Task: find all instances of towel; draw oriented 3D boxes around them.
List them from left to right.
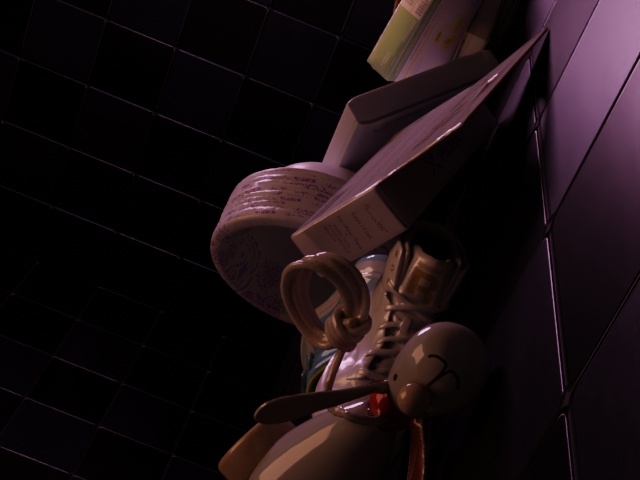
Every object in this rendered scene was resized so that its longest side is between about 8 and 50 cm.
[{"bbox_3d":[0.264,-0.321,1.643,0.110,0.027,0.148,-76,7,-80],"label":"towel"}]

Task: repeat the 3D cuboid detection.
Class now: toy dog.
[{"bbox_3d":[0.003,0.196,0.968,0.161,0.220,0.334,-40,-29,-47],"label":"toy dog"}]

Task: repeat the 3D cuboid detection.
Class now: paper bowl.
[{"bbox_3d":[0.000,0.000,1.586,0.284,0.284,0.148,115,178,-58],"label":"paper bowl"}]

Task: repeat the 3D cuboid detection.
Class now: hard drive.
[{"bbox_3d":[0.107,-0.135,1.653,0.233,0.047,0.353,-23,-17,-21],"label":"hard drive"}]

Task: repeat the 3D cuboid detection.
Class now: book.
[{"bbox_3d":[0.220,-0.283,1.625,0.144,0.035,0.096,110,-174,-60],"label":"book"}]

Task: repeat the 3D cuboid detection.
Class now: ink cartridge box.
[{"bbox_3d":[0.131,-0.100,1.262,0.261,0.066,0.296,-32,9,39],"label":"ink cartridge box"},{"bbox_3d":[0.191,-0.314,1.650,0.235,0.056,0.171,-5,-46,-48],"label":"ink cartridge box"}]

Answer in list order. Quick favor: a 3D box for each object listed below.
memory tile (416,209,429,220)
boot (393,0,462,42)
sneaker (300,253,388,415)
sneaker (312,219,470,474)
[{"bbox_3d":[0.082,-0.028,1.682,0.113,0.148,0.012,117,161,-56],"label":"memory tile"},{"bbox_3d":[0.189,-0.368,1.768,0.211,0.104,0.295,-29,-18,-31],"label":"boot"},{"bbox_3d":[0.022,0.174,1.430,0.319,0.127,0.208,114,179,-54],"label":"sneaker"},{"bbox_3d":[0.076,0.092,1.159,0.292,0.108,0.169,-70,1,-53],"label":"sneaker"}]
